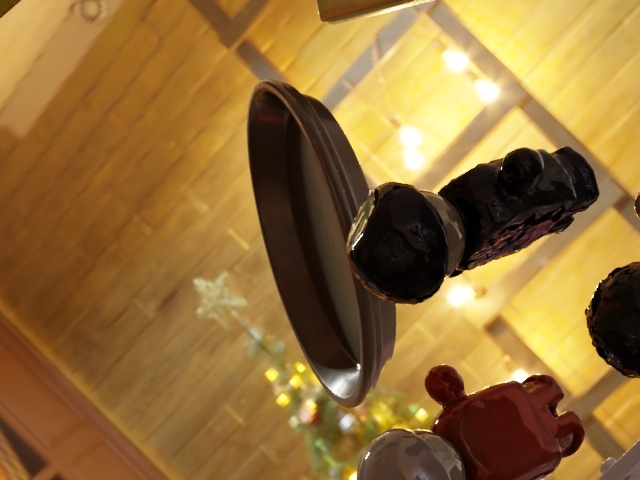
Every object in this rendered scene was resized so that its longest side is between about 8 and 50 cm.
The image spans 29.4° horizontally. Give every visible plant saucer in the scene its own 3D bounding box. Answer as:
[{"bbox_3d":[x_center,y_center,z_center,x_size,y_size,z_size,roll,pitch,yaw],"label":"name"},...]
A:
[{"bbox_3d":[0.000,0.000,1.004,0.041,0.278,0.278,-15,-11,-14],"label":"plant saucer"}]

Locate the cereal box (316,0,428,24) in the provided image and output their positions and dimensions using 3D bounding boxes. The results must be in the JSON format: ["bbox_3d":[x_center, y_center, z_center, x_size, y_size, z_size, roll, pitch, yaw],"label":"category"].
[{"bbox_3d":[0.061,-0.352,1.212,0.173,0.240,0.047,-12,0,19],"label":"cereal box"}]

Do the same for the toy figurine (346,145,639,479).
[{"bbox_3d":[0.119,0.068,0.582,0.148,0.209,0.213,-16,-64,-38],"label":"toy figurine"}]

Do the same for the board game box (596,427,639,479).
[{"bbox_3d":[0.287,0.169,0.963,0.390,0.050,0.390,-45,-30,6],"label":"board game box"}]

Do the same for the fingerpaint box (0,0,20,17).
[{"bbox_3d":[-0.575,-0.419,1.480,0.371,0.445,0.163,-36,22,18],"label":"fingerpaint box"}]
